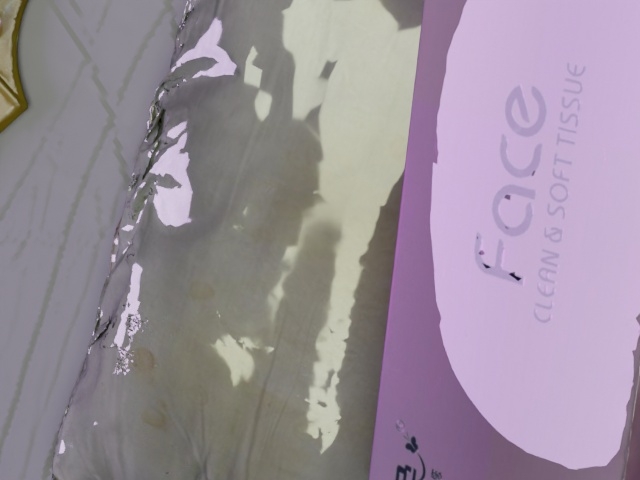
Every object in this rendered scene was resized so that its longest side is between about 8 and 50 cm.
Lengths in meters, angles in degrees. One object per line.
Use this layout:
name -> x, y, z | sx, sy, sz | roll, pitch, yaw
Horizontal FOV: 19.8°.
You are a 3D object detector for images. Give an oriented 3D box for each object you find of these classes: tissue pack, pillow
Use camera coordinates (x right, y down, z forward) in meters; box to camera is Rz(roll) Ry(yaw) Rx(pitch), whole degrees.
tissue pack -> 0.099, -0.025, 0.515 | 0.092, 0.148, 0.246 | 19, 108, 41
pillow -> 0.000, 0.000, 0.580 | 0.128, 0.051, 0.229 | 18, 101, 4

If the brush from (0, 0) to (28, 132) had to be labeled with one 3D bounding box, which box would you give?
brush -> -0.086, -0.103, 0.578 | 0.205, 0.011, 0.083 | -40, 99, 8
